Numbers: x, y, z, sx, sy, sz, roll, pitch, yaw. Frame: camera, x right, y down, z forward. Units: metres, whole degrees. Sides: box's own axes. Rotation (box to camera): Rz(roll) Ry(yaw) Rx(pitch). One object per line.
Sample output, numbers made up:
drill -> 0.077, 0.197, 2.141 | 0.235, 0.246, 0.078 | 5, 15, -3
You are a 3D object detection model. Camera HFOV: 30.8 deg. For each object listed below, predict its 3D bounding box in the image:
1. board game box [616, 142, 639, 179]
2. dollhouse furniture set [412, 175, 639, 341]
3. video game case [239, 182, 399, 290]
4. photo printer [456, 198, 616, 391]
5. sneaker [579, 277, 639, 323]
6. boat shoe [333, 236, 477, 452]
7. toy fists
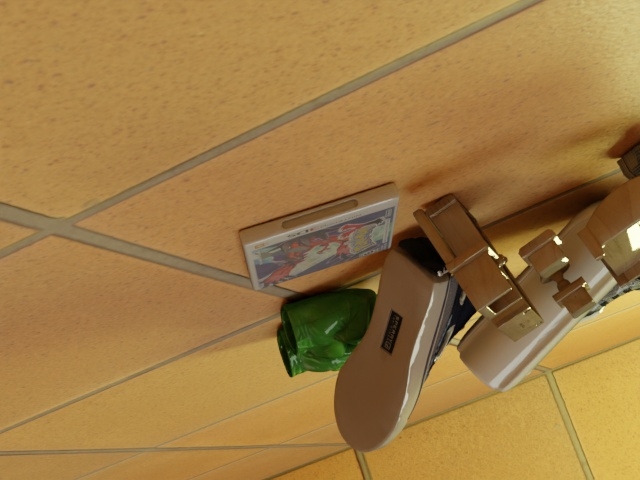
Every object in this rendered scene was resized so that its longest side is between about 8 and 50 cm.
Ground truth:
board game box -> 0.493, -0.114, 1.494 | 0.194, 0.060, 0.194 | -12, 162, -23
dollhouse furniture set -> 0.317, -0.057, 1.382 | 0.356, 0.173, 0.303 | -36, 157, 10
video game case -> 0.000, 0.000, 1.371 | 0.184, 0.023, 0.201 | -18, 164, -5
photo printer -> 0.343, 0.066, 1.656 | 0.307, 0.107, 0.256 | -49, 168, 15
sneaker -> 0.511, 0.057, 2.025 | 0.269, 0.101, 0.153 | -22, 164, -11
boat shoe -> 0.138, 0.141, 1.602 | 0.158, 0.127, 0.340 | -14, 134, -43
toy fists -> 0.019, 0.141, 1.734 | 0.142, 0.096, 0.279 | -17, 163, -9
